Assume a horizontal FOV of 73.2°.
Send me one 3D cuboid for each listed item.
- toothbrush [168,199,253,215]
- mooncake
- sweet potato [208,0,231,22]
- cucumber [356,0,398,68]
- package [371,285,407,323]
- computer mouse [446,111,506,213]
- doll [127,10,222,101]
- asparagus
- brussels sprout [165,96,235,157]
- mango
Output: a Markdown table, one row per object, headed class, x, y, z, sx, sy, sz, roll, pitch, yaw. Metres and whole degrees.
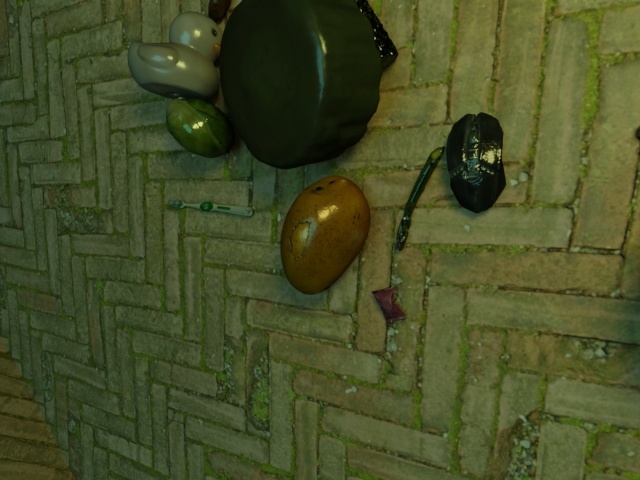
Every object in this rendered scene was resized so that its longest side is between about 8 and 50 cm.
| class | x | y | z | sx | sy | sz | roll | pitch | yaw |
| --- | --- | --- | --- | --- | --- | --- | --- | --- | --- |
| toothbrush | -0.310 | -0.094 | 1.213 | 0.303 | 0.030 | 0.030 | 8 | 101 | 26 |
| mooncake | -0.047 | -0.332 | 0.893 | 0.356 | 0.194 | 0.357 | 20 | 117 | 43 |
| sweet potato | -0.266 | -0.587 | 1.099 | 0.117 | 0.049 | 0.049 | -43 | 76 | 38 |
| cucumber | 0.065 | -0.487 | 0.904 | 0.072 | 0.072 | 0.300 | -34 | 80 | 30 |
| package | 0.156 | 0.145 | 0.972 | 0.059 | 0.029 | 0.084 | -21 | 95 | 34 |
| computer mouse | 0.295 | -0.147 | 0.826 | 0.105 | 0.062 | 0.193 | 1 | 99 | 30 |
| doll | -0.352 | -0.469 | 1.087 | 0.250 | 0.221 | 0.221 | 6 | 102 | 3 |
| asparagus | 0.202 | -0.088 | 0.909 | 0.034 | 0.027 | 0.236 | 33 | 112 | 34 |
| brussels sprout | -0.303 | -0.286 | 1.090 | 0.183 | 0.145 | 0.131 | 33 | 96 | -23 |
| mango | 0.000 | 0.000 | 0.955 | 0.159 | 0.190 | 0.291 | 33 | 117 | 30 |
